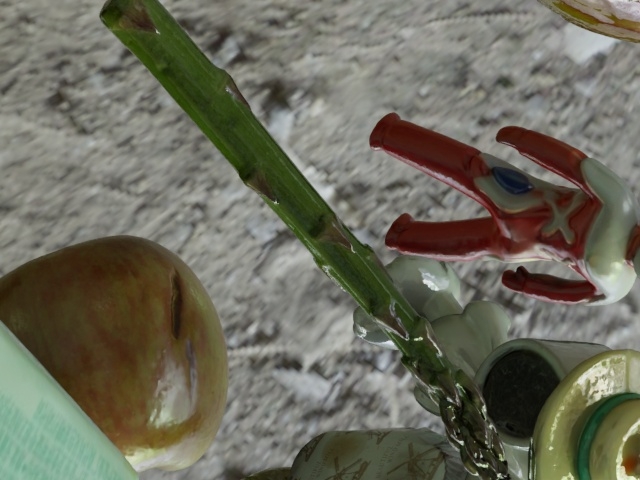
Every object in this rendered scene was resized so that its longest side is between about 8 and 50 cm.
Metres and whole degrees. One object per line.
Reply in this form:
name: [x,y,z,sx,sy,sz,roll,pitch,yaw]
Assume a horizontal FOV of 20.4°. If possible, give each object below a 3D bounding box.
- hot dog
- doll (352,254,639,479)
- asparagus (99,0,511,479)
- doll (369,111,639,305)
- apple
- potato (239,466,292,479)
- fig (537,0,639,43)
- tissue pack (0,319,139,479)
hot dog: [0.045,0.187,1.361,0.053,0.099,0.192,44,151,-28]
doll: [0.133,0.102,1.269,0.208,0.144,0.271,-48,50,36]
asparagus: [0.000,0.000,0.686,0.025,0.024,0.248,-33,104,26]
doll: [0.223,-0.014,1.662,0.384,0.099,0.188,19,137,29]
apple: [-0.219,0.132,1.773,0.264,0.264,0.264,4,106,14]
potato: [-0.021,0.269,1.707,0.090,0.225,0.117,-27,83,45]
fig: [0.135,-0.181,0.899,0.207,0.175,0.175,2,108,-14]
tissue pack: [-0.268,0.049,0.739,0.287,0.388,0.162,21,71,20]
